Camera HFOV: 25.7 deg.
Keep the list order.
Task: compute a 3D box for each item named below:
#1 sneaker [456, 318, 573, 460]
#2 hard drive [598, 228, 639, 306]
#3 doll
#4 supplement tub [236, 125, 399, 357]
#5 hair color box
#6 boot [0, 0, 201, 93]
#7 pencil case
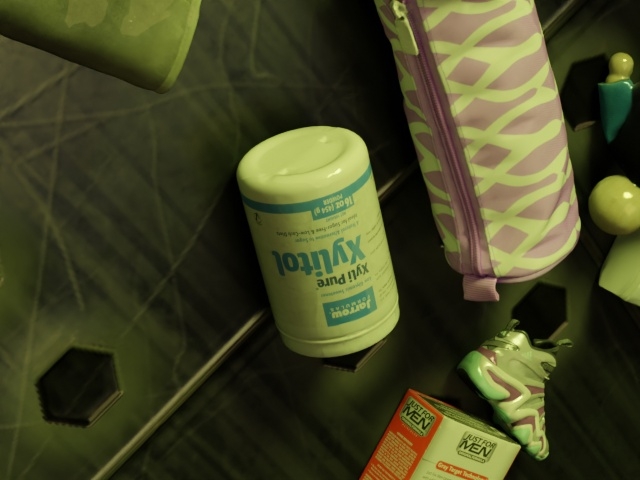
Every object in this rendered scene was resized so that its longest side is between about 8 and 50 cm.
[{"bbox_3d":[0.135,0.090,0.881,0.069,0.038,0.098,-43,125,-8],"label":"sneaker"},{"bbox_3d":[0.344,-0.013,0.964,0.307,0.040,0.203,21,98,-35],"label":"hard drive"},{"bbox_3d":[0.231,-0.077,0.837,0.129,0.046,0.189,42,101,6],"label":"doll"},{"bbox_3d":[0.000,0.000,0.744,0.071,0.071,0.107,-26,119,-20],"label":"supplement tub"},{"bbox_3d":[0.056,0.170,0.863,0.072,0.043,0.141,25,96,-36],"label":"hair color box"},{"bbox_3d":[-0.156,-0.104,0.602,0.208,0.076,0.190,21,86,-41],"label":"boot"},{"bbox_3d":[0.083,-0.074,0.751,0.088,0.086,0.206,-56,134,-44],"label":"pencil case"}]
